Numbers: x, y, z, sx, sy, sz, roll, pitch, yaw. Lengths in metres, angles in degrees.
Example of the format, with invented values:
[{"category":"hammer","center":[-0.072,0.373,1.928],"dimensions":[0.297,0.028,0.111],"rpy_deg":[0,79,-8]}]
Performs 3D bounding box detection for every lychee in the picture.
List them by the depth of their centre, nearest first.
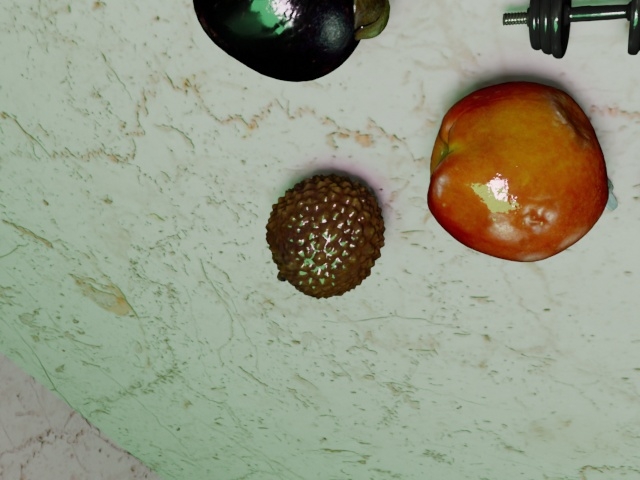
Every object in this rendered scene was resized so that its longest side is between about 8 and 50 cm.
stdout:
[{"category":"lychee","center":[0.000,0.000,1.043],"dimensions":[0.200,0.200,0.238],"rpy_deg":[41,122,-14]}]

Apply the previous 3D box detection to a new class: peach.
[{"category":"peach","center":[0.260,-0.090,0.834],"dimensions":[0.244,0.199,0.243],"rpy_deg":[0,109,1]}]

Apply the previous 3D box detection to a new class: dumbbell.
[{"category":"dumbbell","center":[0.314,-0.258,0.716],"dimensions":[0.209,0.099,0.099],"rpy_deg":[6,132,26]}]

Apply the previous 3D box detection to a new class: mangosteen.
[{"category":"mangosteen","center":[-0.028,-0.311,0.764],"dimensions":[0.243,0.243,0.242],"rpy_deg":[13,134,14]}]

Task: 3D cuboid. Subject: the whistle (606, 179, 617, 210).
[{"category":"whistle","center":[0.391,-0.081,0.893],"dimensions":[0.035,0.035,0.100],"rpy_deg":[-27,116,40]}]
